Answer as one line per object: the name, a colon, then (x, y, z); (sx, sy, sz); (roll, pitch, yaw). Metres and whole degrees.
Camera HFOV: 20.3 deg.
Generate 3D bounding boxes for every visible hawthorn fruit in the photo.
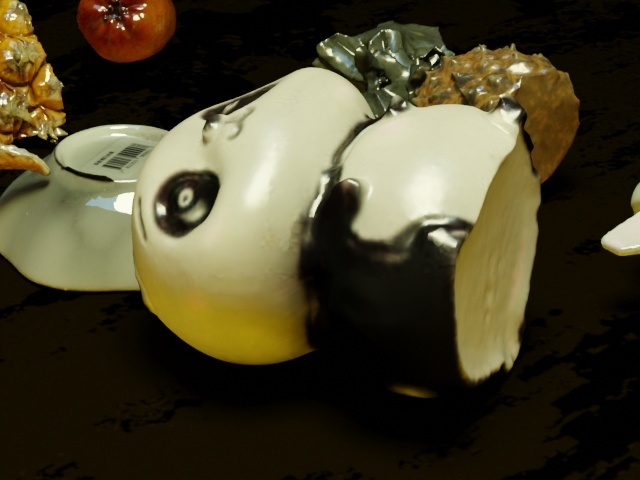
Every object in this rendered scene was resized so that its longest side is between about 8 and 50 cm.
hawthorn fruit: (-0.159, -0.187, 1.517); (0.081, 0.081, 0.093); (8, -2, 13)

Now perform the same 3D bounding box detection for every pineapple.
pineapple: (0.086, -0.108, 1.343); (0.119, 0.111, 0.237); (19, 5, -40)
pineapple: (-0.285, -0.162, 1.386); (0.079, 0.135, 0.233); (-20, 36, -35)

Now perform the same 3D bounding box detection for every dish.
dish: (-0.135, -0.034, 1.216); (0.191, 0.066, 0.190); (2, 27, -1)

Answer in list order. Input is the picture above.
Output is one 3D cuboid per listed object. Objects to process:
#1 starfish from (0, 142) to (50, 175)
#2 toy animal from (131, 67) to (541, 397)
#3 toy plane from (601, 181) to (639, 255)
starfish: (-0.345, -0.042, 1.189); (0.301, 0.084, 0.293); (16, 28, 42)
toy animal: (0.003, -0.005, 1.056); (0.235, 0.165, 0.187); (14, 46, 17)
toy plane: (0.291, 0.016, 1.089); (0.252, 0.118, 0.252); (-9, 38, 7)
